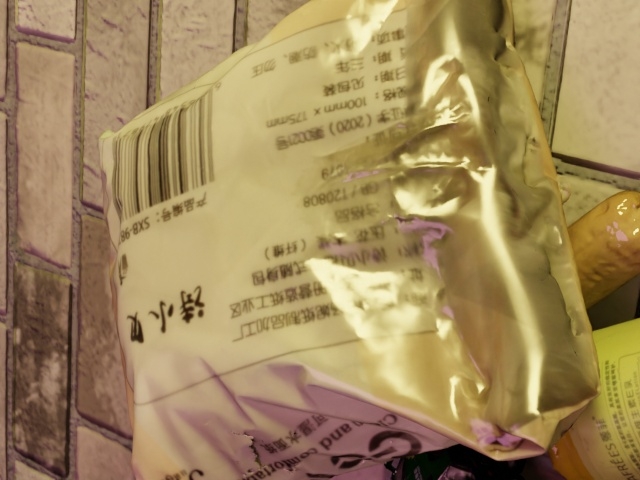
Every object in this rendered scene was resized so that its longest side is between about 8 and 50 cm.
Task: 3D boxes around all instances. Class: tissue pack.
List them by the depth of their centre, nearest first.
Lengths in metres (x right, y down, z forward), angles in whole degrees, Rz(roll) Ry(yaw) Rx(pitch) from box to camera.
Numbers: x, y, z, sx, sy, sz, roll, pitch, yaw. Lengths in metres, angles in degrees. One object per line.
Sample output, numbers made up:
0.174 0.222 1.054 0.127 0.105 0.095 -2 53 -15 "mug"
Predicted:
0.000 0.000 0.937 0.375 0.195 0.390 -22 62 35 "tissue pack"

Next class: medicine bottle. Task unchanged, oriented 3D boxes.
0.257 0.097 0.843 0.239 0.124 0.124 -22 88 40 "medicine bottle"

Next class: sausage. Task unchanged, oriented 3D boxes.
0.136 0.055 0.962 0.301 0.066 0.066 -36 79 39 "sausage"

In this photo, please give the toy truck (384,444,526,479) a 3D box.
0.111 0.244 0.925 0.121 0.088 0.259 -56 24 24 "toy truck"
